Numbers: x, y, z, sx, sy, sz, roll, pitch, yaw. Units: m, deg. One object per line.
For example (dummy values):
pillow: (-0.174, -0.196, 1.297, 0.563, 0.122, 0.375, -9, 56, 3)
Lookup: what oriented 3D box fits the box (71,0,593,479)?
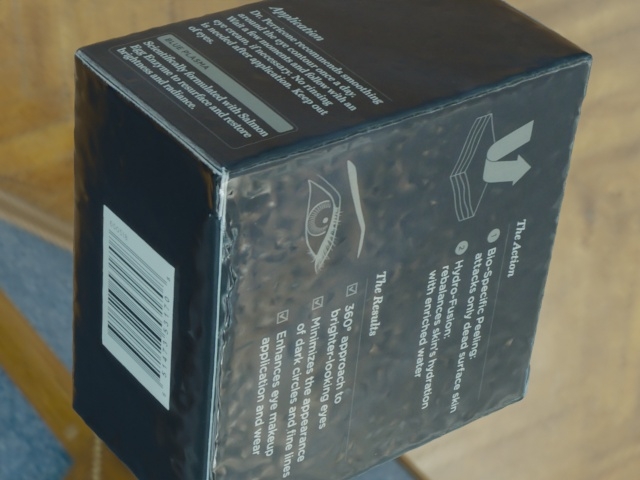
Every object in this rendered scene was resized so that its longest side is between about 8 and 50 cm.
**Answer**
box: (0.000, 0.000, 0.609, 0.158, 0.093, 0.156, -19, 132, -33)
